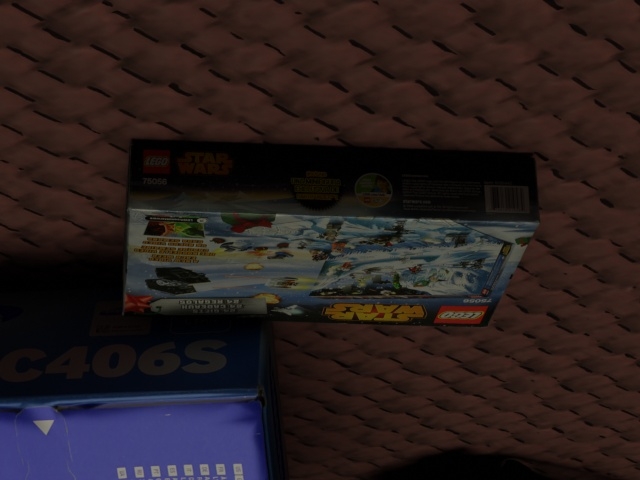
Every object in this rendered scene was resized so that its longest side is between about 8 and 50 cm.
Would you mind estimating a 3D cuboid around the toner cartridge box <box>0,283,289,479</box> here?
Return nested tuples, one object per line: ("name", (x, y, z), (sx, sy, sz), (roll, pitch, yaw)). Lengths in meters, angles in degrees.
("toner cartridge box", (-0.087, 0.180, 0.815), (0.165, 0.075, 0.347), (-3, 124, 2))

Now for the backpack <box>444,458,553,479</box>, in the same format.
("backpack", (0.107, 0.193, 1.012), (0.182, 0.152, 0.115), (5, 164, -45))

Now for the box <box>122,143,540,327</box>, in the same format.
("box", (0.000, 0.000, 0.682), (0.137, 0.027, 0.094), (2, 155, -7))
